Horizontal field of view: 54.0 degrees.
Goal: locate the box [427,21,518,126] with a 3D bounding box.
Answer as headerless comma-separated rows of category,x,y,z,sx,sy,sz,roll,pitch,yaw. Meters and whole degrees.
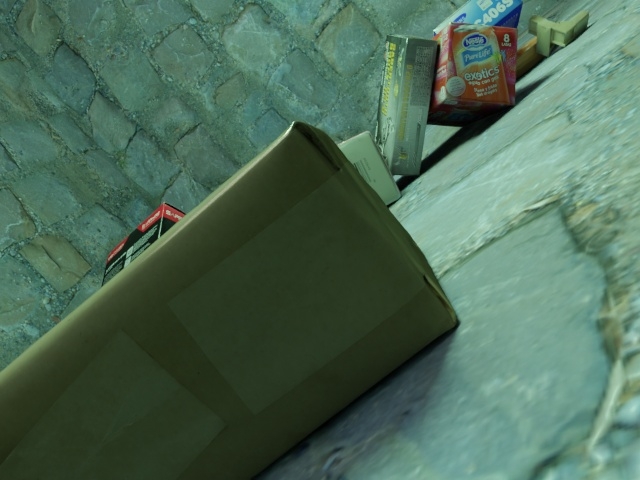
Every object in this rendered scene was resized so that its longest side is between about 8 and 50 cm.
box,0.243,-0.284,1.119,0.122,0.128,0.257,2,2,-7

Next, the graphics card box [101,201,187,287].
graphics card box,-0.360,0.131,1.251,0.232,0.094,0.371,-36,39,30

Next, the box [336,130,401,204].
box,0.043,-0.109,1.134,0.148,0.127,0.232,-27,8,4

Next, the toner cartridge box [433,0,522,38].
toner cartridge box,0.339,-0.417,1.374,0.165,0.075,0.348,-39,-11,6

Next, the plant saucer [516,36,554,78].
plant saucer,0.423,-0.379,1.351,0.200,0.037,0.200,-40,6,5

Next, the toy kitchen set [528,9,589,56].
toy kitchen set,0.461,-0.408,1.223,0.075,0.083,0.068,-41,-35,-16

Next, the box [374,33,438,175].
box,0.148,-0.249,1.135,0.056,0.231,0.183,3,20,-6

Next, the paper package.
paper package,-0.079,0.063,0.543,0.324,0.168,0.309,-39,6,8
